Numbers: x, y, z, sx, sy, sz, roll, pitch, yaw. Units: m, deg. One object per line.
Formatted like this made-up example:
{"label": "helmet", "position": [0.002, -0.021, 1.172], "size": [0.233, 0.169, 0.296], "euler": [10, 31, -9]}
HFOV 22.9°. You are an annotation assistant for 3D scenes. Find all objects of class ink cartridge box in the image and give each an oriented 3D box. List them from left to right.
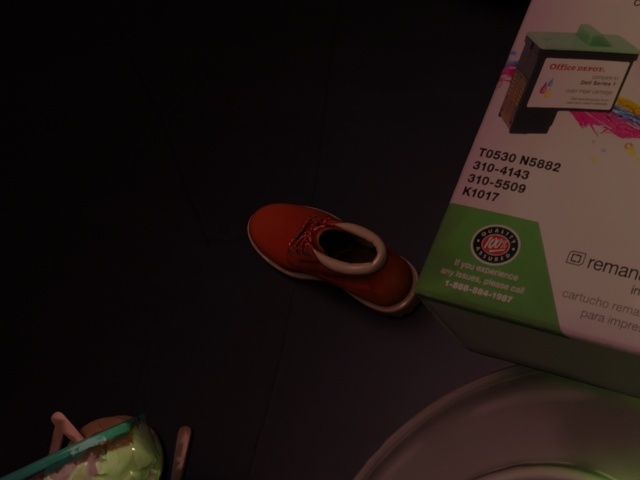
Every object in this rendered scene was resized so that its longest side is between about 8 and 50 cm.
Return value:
{"label": "ink cartridge box", "position": [0.210, -0.049, 1.003], "size": [0.201, 0.117, 0.278], "euler": [14, 73, 29]}

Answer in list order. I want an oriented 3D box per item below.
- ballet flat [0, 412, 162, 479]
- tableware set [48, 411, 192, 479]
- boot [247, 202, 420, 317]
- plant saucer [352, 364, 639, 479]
{"label": "ballet flat", "position": [-0.258, 0.250, 1.160], "size": [0.409, 0.147, 0.147], "euler": [-25, 59, 26]}
{"label": "tableware set", "position": [-0.174, 0.223, 1.200], "size": [0.128, 0.039, 0.194], "euler": [-1, 67, 22]}
{"label": "boot", "position": [0.000, 0.000, 1.205], "size": [0.158, 0.084, 0.059], "euler": [22, 79, 31]}
{"label": "plant saucer", "position": [0.146, 0.256, 0.994], "size": [0.400, 0.100, 0.400], "euler": [-10, 67, 24]}
